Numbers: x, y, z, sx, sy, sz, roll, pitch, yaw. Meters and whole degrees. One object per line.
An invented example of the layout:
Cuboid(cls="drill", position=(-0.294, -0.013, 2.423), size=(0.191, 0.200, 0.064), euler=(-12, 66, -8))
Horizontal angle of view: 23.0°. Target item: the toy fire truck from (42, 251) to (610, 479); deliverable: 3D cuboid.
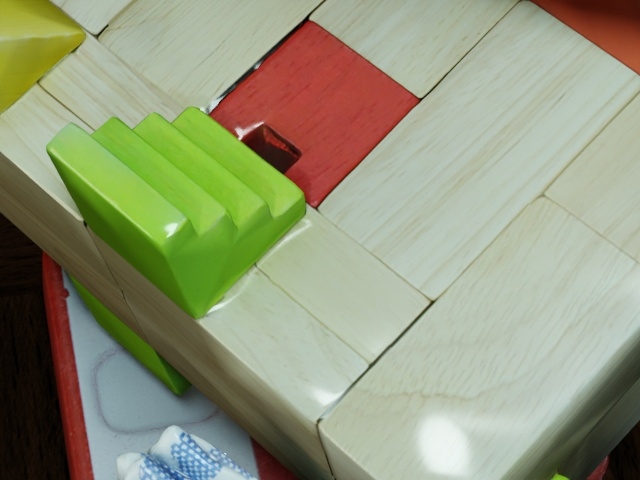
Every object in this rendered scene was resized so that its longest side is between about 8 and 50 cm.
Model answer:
Cuboid(cls="toy fire truck", position=(0.000, 0.000, 0.680), size=(0.169, 0.254, 0.302), euler=(104, 155, -56))

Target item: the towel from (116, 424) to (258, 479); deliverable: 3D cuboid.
Cuboid(cls="towel", position=(0.024, 0.198, 0.526), size=(0.285, 0.034, 0.209), euler=(38, 140, 6))

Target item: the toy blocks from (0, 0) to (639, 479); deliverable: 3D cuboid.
Cuboid(cls="toy blocks", position=(0.025, -0.071, 0.539), size=(0.381, 0.261, 0.191), euler=(39, 164, 23))
